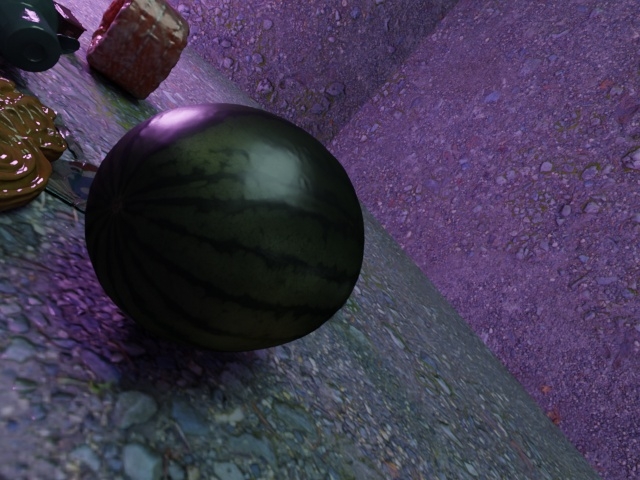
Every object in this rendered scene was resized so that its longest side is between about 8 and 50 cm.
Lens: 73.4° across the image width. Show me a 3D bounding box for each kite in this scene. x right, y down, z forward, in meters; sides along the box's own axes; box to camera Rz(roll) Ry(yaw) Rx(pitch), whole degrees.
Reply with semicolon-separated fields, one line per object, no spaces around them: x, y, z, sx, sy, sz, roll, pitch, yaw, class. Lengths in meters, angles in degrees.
-0.342;-0.104;0.642;0.314;0.011;0.335;48;13;17;kite

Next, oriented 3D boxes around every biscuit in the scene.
-0.392;-0.132;0.482;0.202;0.044;0.288;37;20;-22;biscuit

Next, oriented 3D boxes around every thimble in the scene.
-0.440;-0.478;1.039;0.162;0.239;0.239;30;19;-42;thimble

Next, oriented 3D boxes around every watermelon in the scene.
-0.088;-0.007;0.515;0.279;0.279;0.359;51;12;28;watermelon

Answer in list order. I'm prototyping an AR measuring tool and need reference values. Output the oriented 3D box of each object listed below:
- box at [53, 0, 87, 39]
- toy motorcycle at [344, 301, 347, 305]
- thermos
-0.598;-0.499;0.991;0.084;0.063;0.060;49;16;14;box
0.000;0.000;0.930;0.275;0.205;0.127;47;19;-1;toy motorcycle
-0.529;-0.383;0.691;0.182;0.145;0.286;-19;60;-39;thermos
